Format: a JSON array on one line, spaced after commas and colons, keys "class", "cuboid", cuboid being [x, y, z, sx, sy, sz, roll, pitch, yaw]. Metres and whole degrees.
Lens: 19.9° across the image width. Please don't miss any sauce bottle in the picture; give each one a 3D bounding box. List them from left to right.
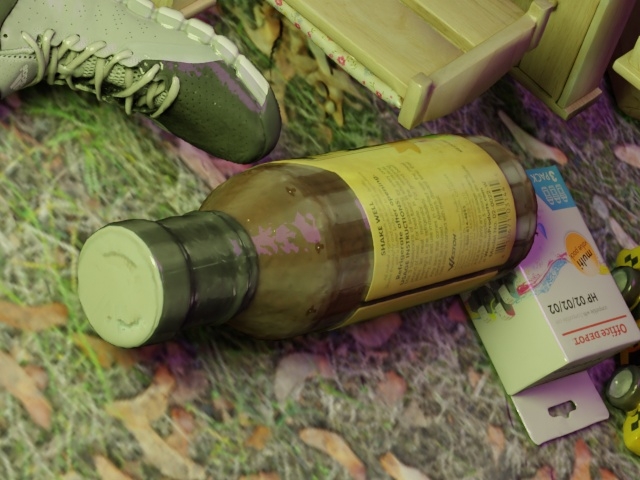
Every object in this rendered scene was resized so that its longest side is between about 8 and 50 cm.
[{"class": "sauce bottle", "cuboid": [0.000, 0.000, 1.119, 0.344, 0.111, 0.111, -11, 71, -50]}]

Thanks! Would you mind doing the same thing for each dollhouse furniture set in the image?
[{"class": "dollhouse furniture set", "cuboid": [0.085, -0.112, 1.276, 0.303, 0.174, 0.355, 42, 53, 22]}]

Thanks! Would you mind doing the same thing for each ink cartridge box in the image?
[{"class": "ink cartridge box", "cuboid": [0.159, 0.043, 1.291, 0.104, 0.061, 0.181, -12, 72, -49]}]

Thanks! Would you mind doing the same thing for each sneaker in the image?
[{"class": "sneaker", "cuboid": [-0.142, -0.096, 1.068, 0.228, 0.086, 0.132, 37, 46, 4]}]

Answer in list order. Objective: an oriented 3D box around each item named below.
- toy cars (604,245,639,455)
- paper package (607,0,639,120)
[{"class": "toy cars", "cuboid": [0.336, 0.050, 1.447, 0.393, 0.087, 0.176, -27, 84, -51]}, {"class": "paper package", "cuboid": [0.385, -0.241, 1.648, 0.309, 0.168, 0.325, 18, 52, -37]}]
